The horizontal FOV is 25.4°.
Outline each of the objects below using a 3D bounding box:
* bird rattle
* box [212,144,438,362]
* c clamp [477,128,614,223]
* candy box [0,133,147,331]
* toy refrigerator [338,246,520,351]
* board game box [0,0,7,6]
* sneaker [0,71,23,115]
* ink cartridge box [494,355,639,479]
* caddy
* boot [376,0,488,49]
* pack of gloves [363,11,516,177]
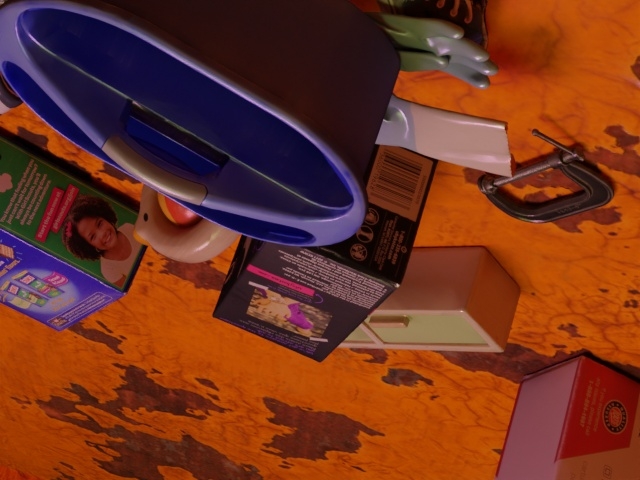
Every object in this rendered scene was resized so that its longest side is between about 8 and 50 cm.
[{"bbox_3d":[-0.102,-0.076,1.421,0.253,0.207,0.143,10,173,39],"label":"bird rattle"},{"bbox_3d":[0.000,0.000,1.519,0.143,0.165,0.270,23,155,-8],"label":"box"},{"bbox_3d":[0.217,-0.061,1.420,0.137,0.022,0.161,25,153,-23],"label":"c clamp"},{"bbox_3d":[-0.410,-0.022,1.817,0.317,0.122,0.268,28,154,-21],"label":"candy box"},{"bbox_3d":[0.089,0.074,1.690,0.269,0.094,0.102,-1,149,37],"label":"toy refrigerator"},{"bbox_3d":[-0.248,-0.279,1.260,0.194,0.060,0.194,9,154,21],"label":"board game box"},{"bbox_3d":[-0.391,-0.230,1.383,0.153,0.099,0.282,-23,102,14],"label":"sneaker"},{"bbox_3d":[0.420,0.356,1.810,0.385,0.279,0.160,26,153,-15],"label":"ink cartridge box"},{"bbox_3d":[-0.103,-0.119,1.173,0.341,0.179,0.241,29,156,-9],"label":"caddy"},{"bbox_3d":[0.092,-0.209,1.165,0.086,0.069,0.190,8,162,13],"label":"boot"},{"bbox_3d":[0.057,-0.150,1.228,0.232,0.046,0.195,15,152,21],"label":"pack of gloves"}]
